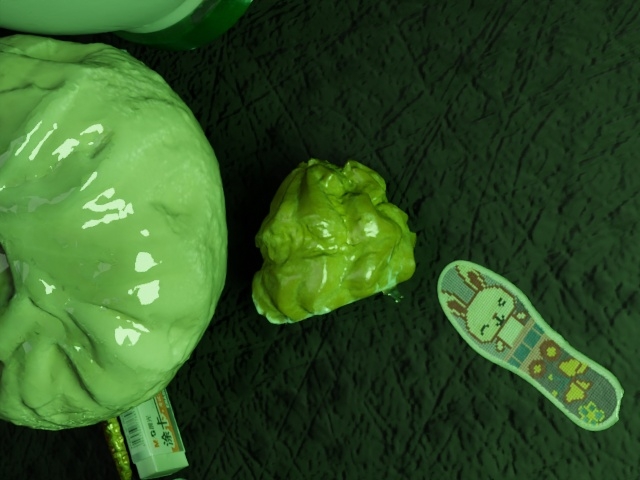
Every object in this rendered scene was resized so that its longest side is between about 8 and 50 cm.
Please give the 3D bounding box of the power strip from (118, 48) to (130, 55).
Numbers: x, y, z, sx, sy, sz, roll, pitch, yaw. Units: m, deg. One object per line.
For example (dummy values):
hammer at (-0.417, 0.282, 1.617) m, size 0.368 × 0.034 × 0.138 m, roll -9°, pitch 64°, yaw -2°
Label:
power strip at (-0.198, -0.052, 1.243) m, size 0.167 × 0.054 × 0.253 m, roll -38°, pitch 68°, yaw 26°

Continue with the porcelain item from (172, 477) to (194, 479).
porcelain item at (-0.021, 0.385, 0.998) m, size 0.178 × 0.242 × 0.405 m, roll -46°, pitch 61°, yaw -1°

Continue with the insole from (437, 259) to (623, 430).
insole at (0.170, 0.086, 1.040) m, size 0.197 × 0.004 × 0.065 m, roll 42°, pitch 107°, yaw 27°

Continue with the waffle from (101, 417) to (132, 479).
waffle at (-0.199, 0.199, 1.215) m, size 0.016 × 0.085 × 0.078 m, roll -15°, pitch 100°, yaw -13°

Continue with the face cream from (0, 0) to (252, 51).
face cream at (-0.223, -0.299, 1.098) m, size 0.313 × 0.357 × 0.219 m, roll -16°, pitch 78°, yaw 29°

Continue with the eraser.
eraser at (-0.168, 0.167, 1.208) m, size 0.029 × 0.052 × 0.122 m, roll -28°, pitch 73°, yaw 28°

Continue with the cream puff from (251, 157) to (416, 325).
cream puff at (0.000, -0.001, 1.080) m, size 0.156 × 0.121 × 0.156 m, roll -5°, pitch 82°, yaw 36°

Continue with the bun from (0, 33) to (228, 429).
bun at (-0.251, -0.007, 1.090) m, size 0.360 × 0.211 × 0.359 m, roll 2°, pitch 99°, yaw 15°
